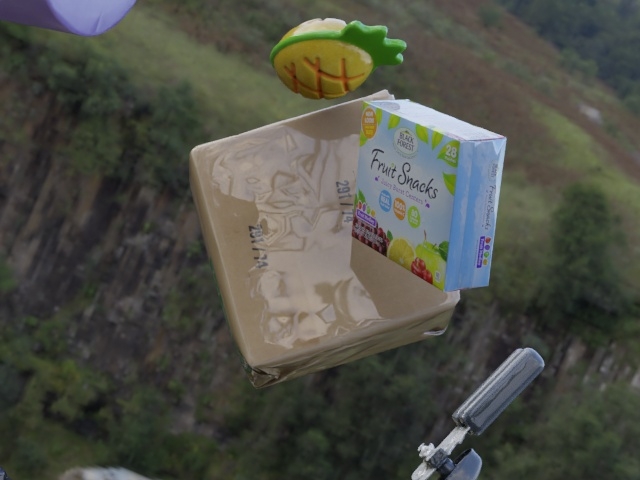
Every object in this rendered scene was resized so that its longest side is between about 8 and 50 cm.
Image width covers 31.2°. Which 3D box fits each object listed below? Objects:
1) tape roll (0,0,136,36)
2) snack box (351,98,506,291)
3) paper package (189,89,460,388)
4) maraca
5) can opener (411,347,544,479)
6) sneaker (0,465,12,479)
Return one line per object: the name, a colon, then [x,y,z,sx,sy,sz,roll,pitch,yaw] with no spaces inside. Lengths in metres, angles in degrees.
tape roll: [-0.151,-0.213,0.633,0.080,0.189,0.189,12,0,13]
snack box: [0.119,-0.058,1.317,0.070,0.175,0.207,-6,21,-29]
paper package: [0.000,0.000,1.568,0.309,0.325,0.168,-17,-16,-5]
maraca: [0.020,-0.237,1.471,0.185,0.099,0.127,-11,-23,37]
can opener: [0.246,0.284,1.767,0.093,0.280,0.074,43,-12,-3]
sneaker: [-0.364,0.269,0.985,0.153,0.268,0.101,43,12,-27]
